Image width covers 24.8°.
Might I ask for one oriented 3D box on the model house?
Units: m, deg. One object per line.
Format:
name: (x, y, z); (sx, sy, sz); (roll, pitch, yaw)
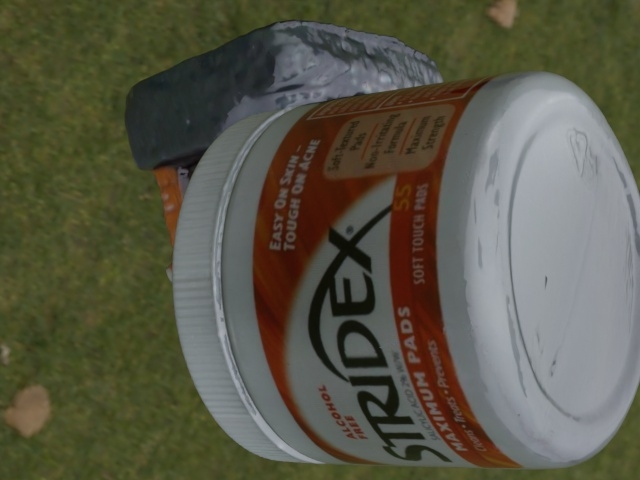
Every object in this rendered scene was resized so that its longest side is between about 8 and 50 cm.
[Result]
model house: (0.000, 0.000, 1.197); (0.271, 0.190, 0.301); (9, 71, -58)

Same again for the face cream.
face cream: (0.054, 0.019, 0.771); (0.201, 0.187, 0.201); (10, 78, -55)
